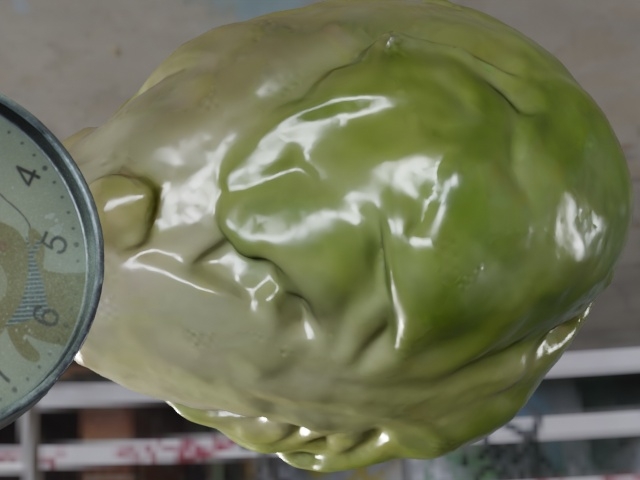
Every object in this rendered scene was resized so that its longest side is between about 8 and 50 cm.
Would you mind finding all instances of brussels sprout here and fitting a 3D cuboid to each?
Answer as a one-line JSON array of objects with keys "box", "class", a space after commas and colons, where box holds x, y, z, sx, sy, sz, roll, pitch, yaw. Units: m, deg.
[{"box": [0.008, 0.000, 0.966, 0.317, 0.242, 0.274, -14, 170, 11], "class": "brussels sprout"}]

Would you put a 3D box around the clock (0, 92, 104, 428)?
[{"box": [-0.088, 0.003, 0.395, 0.085, 0.085, 0.017, 6, 164, -22], "class": "clock"}]
